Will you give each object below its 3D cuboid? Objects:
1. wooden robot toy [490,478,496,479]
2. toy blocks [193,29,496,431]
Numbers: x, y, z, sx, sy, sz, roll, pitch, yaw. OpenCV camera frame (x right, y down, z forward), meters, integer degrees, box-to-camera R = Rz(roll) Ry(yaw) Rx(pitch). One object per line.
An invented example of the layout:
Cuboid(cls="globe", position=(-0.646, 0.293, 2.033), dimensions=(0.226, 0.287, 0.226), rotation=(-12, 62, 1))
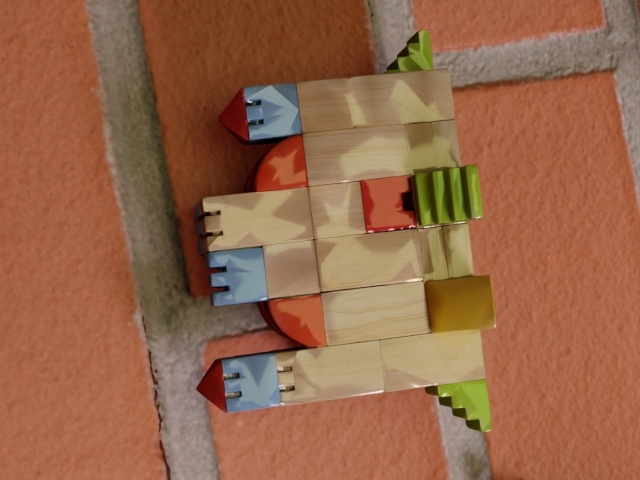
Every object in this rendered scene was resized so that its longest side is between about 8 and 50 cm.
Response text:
Cuboid(cls="wooden robot toy", position=(0.220, 0.314, 1.203), dimensions=(0.173, 0.076, 0.079), rotation=(34, 110, -15))
Cuboid(cls="toy blocks", position=(0.000, 0.000, 1.091), dimensions=(0.261, 0.191, 0.381), rotation=(-6, 88, -10))
